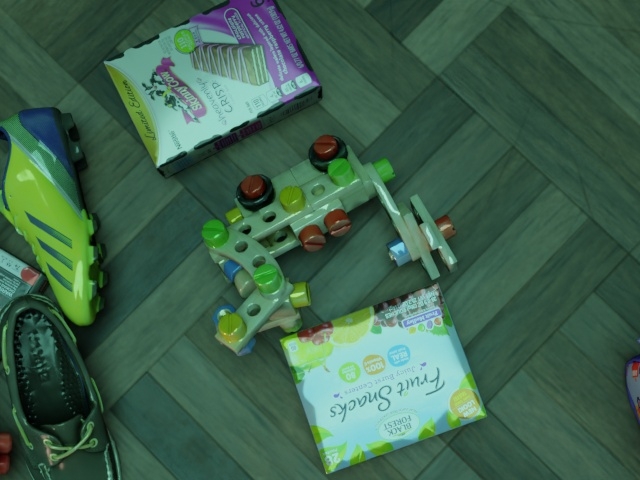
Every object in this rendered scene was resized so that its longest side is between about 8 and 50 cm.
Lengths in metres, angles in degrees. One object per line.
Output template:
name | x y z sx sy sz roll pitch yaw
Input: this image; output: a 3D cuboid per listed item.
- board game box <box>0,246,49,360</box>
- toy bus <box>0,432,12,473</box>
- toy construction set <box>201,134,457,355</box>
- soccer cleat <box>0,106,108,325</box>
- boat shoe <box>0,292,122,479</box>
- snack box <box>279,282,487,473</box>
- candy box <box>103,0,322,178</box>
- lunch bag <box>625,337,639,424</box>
board game box | -0.521 0.050 1.376 0.305 0.053 0.193 30 84 5
toy bus | -0.480 0.283 1.296 0.211 0.149 0.220 8 113 -22
toy construction set | 0.000 0.000 1.317 0.327 0.151 0.215 -19 51 -13
soccer cleat | -0.340 -0.026 1.361 0.121 0.093 0.289 -13 76 -7
boat shoe | -0.314 0.212 1.308 0.109 0.091 0.305 -18 93 -15
snack box | 0.076 0.168 1.334 0.207 0.070 0.175 -19 81 0
candy box | -0.135 -0.204 1.395 0.233 0.071 0.159 -28 82 -2
lunch bag | 0.439 0.237 1.238 0.138 0.221 0.293 -29 82 -3
